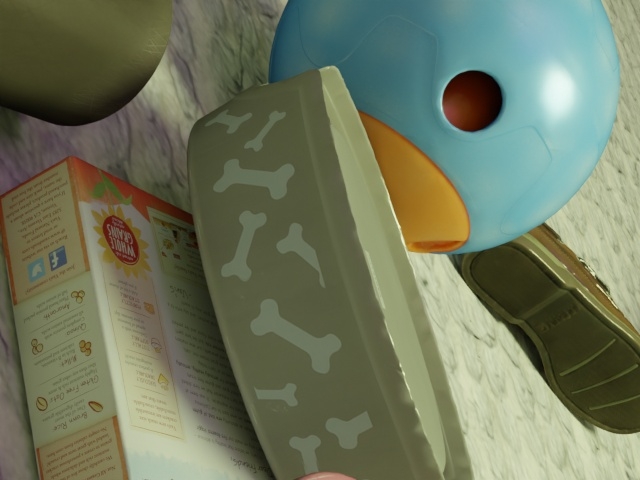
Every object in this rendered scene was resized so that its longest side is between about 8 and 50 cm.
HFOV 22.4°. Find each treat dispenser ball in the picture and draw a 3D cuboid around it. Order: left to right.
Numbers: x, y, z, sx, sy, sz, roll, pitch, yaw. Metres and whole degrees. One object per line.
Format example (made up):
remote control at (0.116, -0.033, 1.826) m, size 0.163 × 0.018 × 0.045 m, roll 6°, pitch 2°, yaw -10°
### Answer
treat dispenser ball at (0.101, -0.131, 1.335) m, size 0.288 × 0.288 × 0.288 m, roll 45°, pitch 29°, yaw -35°

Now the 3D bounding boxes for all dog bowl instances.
dog bowl at (0.009, 0.049, 1.084) m, size 0.349 × 0.102 × 0.348 m, roll -19°, pitch 90°, yaw -83°

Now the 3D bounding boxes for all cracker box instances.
cracker box at (-0.106, 0.082, 0.970) m, size 0.156 × 0.067 × 0.232 m, roll 29°, pitch 40°, yaw -53°

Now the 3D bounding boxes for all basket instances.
basket at (-0.199, -0.161, 0.939) m, size 0.227 × 0.154 × 0.204 m, roll 30°, pitch 36°, yaw -56°

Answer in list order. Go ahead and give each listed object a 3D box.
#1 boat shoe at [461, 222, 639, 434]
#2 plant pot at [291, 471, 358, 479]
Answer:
boat shoe at (0.260, 0.070, 1.666) m, size 0.307 × 0.111 × 0.104 m, roll 51°, pitch 28°, yaw -26°
plant pot at (-0.036, 0.239, 0.808) m, size 0.201 × 0.180 × 0.201 m, roll 44°, pitch 30°, yaw -35°
